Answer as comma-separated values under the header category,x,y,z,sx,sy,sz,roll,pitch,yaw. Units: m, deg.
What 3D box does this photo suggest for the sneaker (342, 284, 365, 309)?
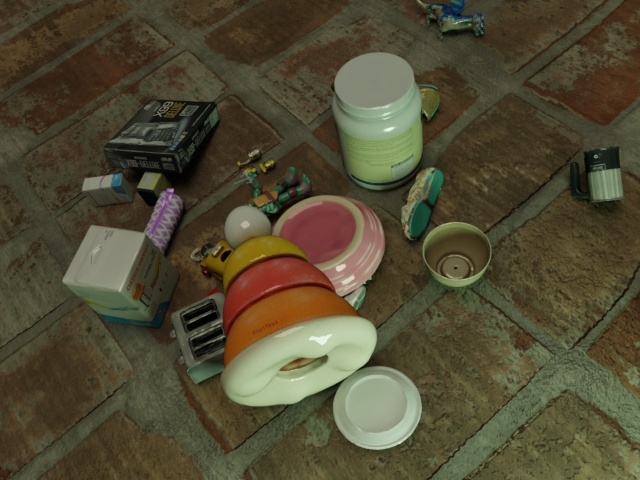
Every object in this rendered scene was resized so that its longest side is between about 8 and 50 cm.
category,x,y,z,sx,sy,sz,roll,pitch,yaw
sneaker,0.056,0.166,1.450,0.061,0.053,0.152,31,70,29

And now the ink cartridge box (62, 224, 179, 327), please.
category,x,y,z,sx,sy,sz,roll,pitch,yaw
ink cartridge box,-0.506,0.098,1.493,0.169,0.232,0.171,7,61,15

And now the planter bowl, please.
category,x,y,z,sx,sy,sz,roll,pitch,yaw
planter bowl,0.336,0.051,1.431,0.162,0.109,0.161,-5,58,8

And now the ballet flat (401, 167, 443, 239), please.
category,x,y,z,sx,sy,sz,roll,pitch,yaw
ballet flat,0.265,-0.097,1.565,0.077,0.091,0.240,-3,48,46

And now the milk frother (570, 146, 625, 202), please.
category,x,y,z,sx,sy,sz,roll,pitch,yaw
milk frother,0.740,-0.170,1.502,0.143,0.129,0.134,-8,92,-26

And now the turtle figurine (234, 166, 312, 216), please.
category,x,y,z,sx,sy,sz,roll,pitch,yaw
turtle figurine,-0.149,-0.125,1.628,0.234,0.118,0.175,-29,57,-21

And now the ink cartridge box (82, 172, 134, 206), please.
category,x,y,z,sx,sy,sz,roll,pitch,yaw
ink cartridge box,-0.647,-0.153,1.758,0.123,0.088,0.052,-8,58,6

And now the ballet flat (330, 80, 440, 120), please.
category,x,y,z,sx,sy,sz,roll,pitch,yaw
ballet flat,0.188,-0.418,1.762,0.343,0.116,0.124,9,80,12

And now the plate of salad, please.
category,x,y,z,sx,sy,sz,roll,pitch,yaw
plate of salad,0.129,0.379,1.309,0.200,0.048,0.199,-7,47,7

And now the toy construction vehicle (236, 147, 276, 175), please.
category,x,y,z,sx,sy,sz,roll,pitch,yaw
toy construction vehicle,-0.195,-0.231,1.756,0.098,0.035,0.085,-33,70,-7

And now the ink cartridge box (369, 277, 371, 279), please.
category,x,y,z,sx,sy,sz,roll,pitch,yaw
ink cartridge box,0.094,0.085,1.505,0.084,0.028,0.048,3,60,13

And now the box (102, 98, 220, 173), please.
category,x,y,z,sx,sy,sz,roll,pitch,yaw
box,-0.486,-0.331,1.796,0.243,0.076,0.307,7,43,15

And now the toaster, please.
category,x,y,z,sx,sy,sz,roll,pitch,yaw
toaster,-0.268,0.240,1.433,0.186,0.110,0.168,-24,58,-5

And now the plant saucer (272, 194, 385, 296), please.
category,x,y,z,sx,sy,sz,roll,pitch,yaw
plant saucer,0.000,0.000,1.519,0.333,0.084,0.331,-9,51,11

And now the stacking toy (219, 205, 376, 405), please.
category,x,y,z,sx,sy,sz,roll,pitch,yaw
stacking toy,-0.107,0.104,1.334,0.351,0.350,0.479,-21,59,-2

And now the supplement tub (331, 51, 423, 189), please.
category,x,y,z,sx,sy,sz,roll,pitch,yaw
supplement tub,0.158,-0.315,1.561,0.236,0.324,0.235,-5,59,8

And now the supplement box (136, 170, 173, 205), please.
category,x,y,z,sx,sy,sz,roll,pitch,yaw
supplement box,-0.498,-0.159,1.736,0.056,0.083,0.083,9,62,17

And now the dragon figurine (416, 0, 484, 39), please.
category,x,y,z,sx,sy,sz,roll,pitch,yaw
dragon figurine,0.430,-0.763,1.924,0.144,0.085,0.289,-27,58,-6

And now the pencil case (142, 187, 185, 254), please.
category,x,y,z,sx,sy,sz,roll,pitch,yaw
pencil case,-0.461,-0.044,1.657,0.087,0.088,0.205,8,60,13

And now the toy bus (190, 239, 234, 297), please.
category,x,y,z,sx,sy,sz,roll,pitch,yaw
toy bus,-0.259,0.052,1.549,0.202,0.104,0.190,-17,57,0
